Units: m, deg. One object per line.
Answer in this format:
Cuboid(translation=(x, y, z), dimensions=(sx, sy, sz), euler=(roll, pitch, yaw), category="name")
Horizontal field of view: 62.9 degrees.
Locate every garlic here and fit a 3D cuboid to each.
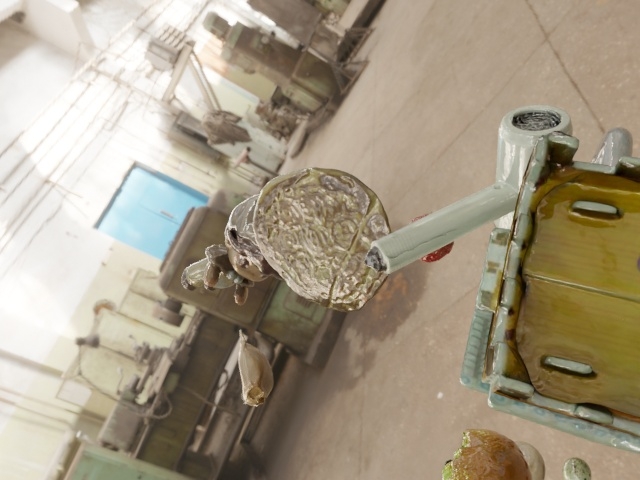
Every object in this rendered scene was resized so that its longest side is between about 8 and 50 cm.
Cuboid(translation=(-0.129, 0.262, 1.048), dimensions=(0.084, 0.066, 0.152), euler=(97, 164, -47), category="garlic")

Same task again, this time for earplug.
Cuboid(translation=(0.670, -0.145, 1.347), dimensions=(0.325, 0.175, 0.214), euler=(-49, -10, 21), category="earplug")

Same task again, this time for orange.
Cuboid(translation=(0.330, 0.487, 1.027), dimensions=(0.158, 0.179, 0.237), euler=(-4, 15, 40), category="orange")

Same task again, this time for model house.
Cuboid(translation=(0.237, 0.058, 0.408), dimensions=(0.215, 0.224, 0.199), euler=(52, -128, -67), category="model house")

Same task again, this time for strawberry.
Cuboid(translation=(0.218, -0.005, 1.018), dimensions=(0.106, 0.106, 0.106), euler=(-55, 18, 27), category="strawberry")

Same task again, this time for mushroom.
Cuboid(translation=(0.614, 0.721, 1.698), dimensions=(0.206, 0.206, 0.209), euler=(-41, 67, 53), category="mushroom")

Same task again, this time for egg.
Cuboid(translation=(0.824, 0.752, 1.682), dimensions=(0.085, 0.085, 0.110), euler=(-143, 42, -74), category="egg")

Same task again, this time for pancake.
Cuboid(translation=(0.000, 0.001, 0.818), dimensions=(0.250, 0.250, 0.031), euler=(-49, -4, 40), category="pancake")

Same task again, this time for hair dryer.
Cuboid(translation=(0.144, -0.036, 0.526), dimensions=(0.236, 0.131, 0.073), euler=(-24, 38, -11), category="hair dryer")

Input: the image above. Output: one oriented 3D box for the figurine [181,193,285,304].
Cuboid(translation=(-0.163, 0.026, 1.262), dimensions=(0.380, 0.248, 0.203), euler=(-29, 43, 27), category="figurine")
